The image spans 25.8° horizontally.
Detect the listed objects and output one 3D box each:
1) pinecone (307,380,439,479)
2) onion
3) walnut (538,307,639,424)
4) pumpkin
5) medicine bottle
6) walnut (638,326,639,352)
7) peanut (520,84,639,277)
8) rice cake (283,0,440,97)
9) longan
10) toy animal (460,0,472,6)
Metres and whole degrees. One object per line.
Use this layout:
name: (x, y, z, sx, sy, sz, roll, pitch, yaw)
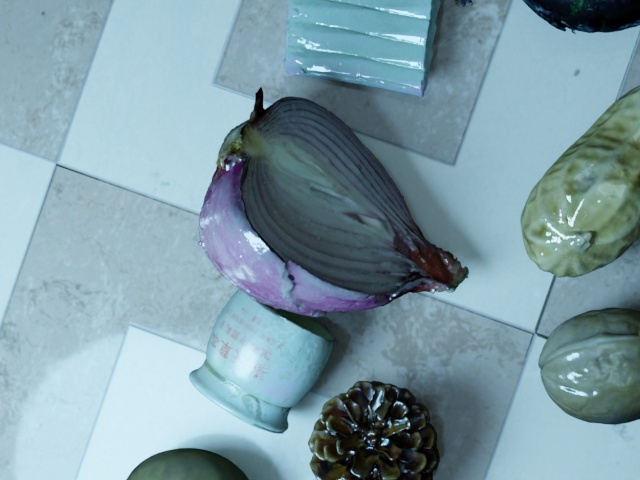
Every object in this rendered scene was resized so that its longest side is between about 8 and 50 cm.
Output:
pinecone: (0.064, 0.244, 1.691, 0.163, 0.165, 0.163, -2, 62, 4)
onion: (0.000, 0.000, 1.714, 0.348, 0.267, 0.159, 36, 138, -16)
walnut: (0.346, 0.151, 1.673, 0.162, 0.140, 0.140, -15, 86, 17)
pumpkin: (0.335, -0.361, 1.677, 0.233, 0.163, 0.233, 0, 90, 9)
medicine bottle: (-0.073, 0.148, 1.728, 0.147, 0.147, 0.143, 31, 94, 8)
walnut: (0.518, 0.048, 1.542, 0.308, 0.354, 0.398, 7, 72, 30)
peanut: (0.372, -0.088, 1.668, 0.325, 0.153, 0.140, -44, 87, 12)
rice cake: (0.051, -0.280, 1.766, 0.198, 0.037, 0.189, 6, 88, 18)
longan: (-0.161, 0.351, 1.737, 0.185, 0.159, 0.204, -16, 124, 22)
toy animal: (0.177, -0.405, 1.760, 0.108, 0.062, 0.220, 6, 88, -11)
